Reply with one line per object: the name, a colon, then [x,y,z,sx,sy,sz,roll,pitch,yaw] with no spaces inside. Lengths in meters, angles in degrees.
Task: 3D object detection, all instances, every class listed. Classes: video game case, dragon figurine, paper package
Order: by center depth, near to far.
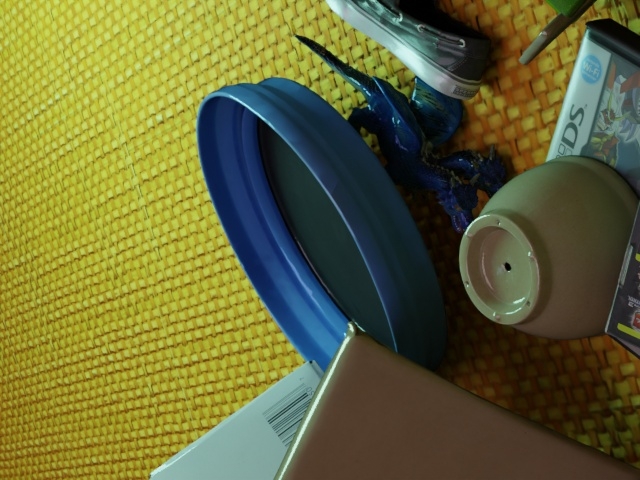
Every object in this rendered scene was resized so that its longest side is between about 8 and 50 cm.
video game case: [0.294,-0.017,1.288,0.275,0.035,0.248,41,130,39]
paper package: [0.095,0.291,1.417,0.309,0.325,0.168,26,175,8]
dragon figurine: [0.088,-0.124,1.553,0.289,0.085,0.144,63,146,15]

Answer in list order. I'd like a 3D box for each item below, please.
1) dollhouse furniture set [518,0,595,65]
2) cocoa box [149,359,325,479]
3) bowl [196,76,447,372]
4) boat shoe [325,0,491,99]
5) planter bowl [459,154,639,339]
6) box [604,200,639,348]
dollhouse furniture set: [0.117,-0.303,1.241,0.301,0.151,0.197,44,159,3]
cocoa box: [0.017,0.357,1.673,0.347,0.231,0.228,51,175,31]
bowl: [0.000,0.000,1.657,0.391,0.077,0.391,49,158,28]
boat shoe: [0.087,-0.228,1.523,0.228,0.080,0.076,47,125,38]
planter bowl: [0.189,0.015,1.314,0.162,0.109,0.162,21,118,47]
box: [0.364,0.024,1.142,0.270,0.060,0.216,25,123,28]
